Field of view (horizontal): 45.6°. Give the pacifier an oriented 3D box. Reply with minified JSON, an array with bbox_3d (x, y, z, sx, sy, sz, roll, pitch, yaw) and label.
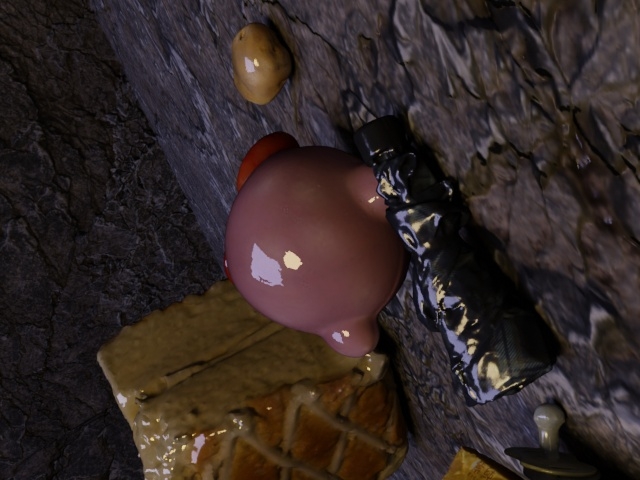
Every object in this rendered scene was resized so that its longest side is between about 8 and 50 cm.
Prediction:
[{"bbox_3d":[0.183,0.159,0.594,0.083,0.068,0.064,154,119,-85],"label":"pacifier"}]

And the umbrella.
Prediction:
[{"bbox_3d":[0.090,0.010,0.568,0.224,0.080,0.071,62,-157,6],"label":"umbrella"}]

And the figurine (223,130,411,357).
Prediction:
[{"bbox_3d":[0.000,0.000,0.676,0.173,0.173,0.173,56,168,18],"label":"figurine"}]

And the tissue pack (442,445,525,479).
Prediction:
[{"bbox_3d":[0.195,0.258,0.538,0.183,0.092,0.226,36,173,-20],"label":"tissue pack"}]

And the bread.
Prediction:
[{"bbox_3d":[-0.081,0.254,1.134,0.279,0.371,0.390,55,165,42],"label":"bread"}]

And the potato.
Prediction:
[{"bbox_3d":[-0.061,-0.171,0.747,0.083,0.062,0.068,125,148,-47],"label":"potato"}]
